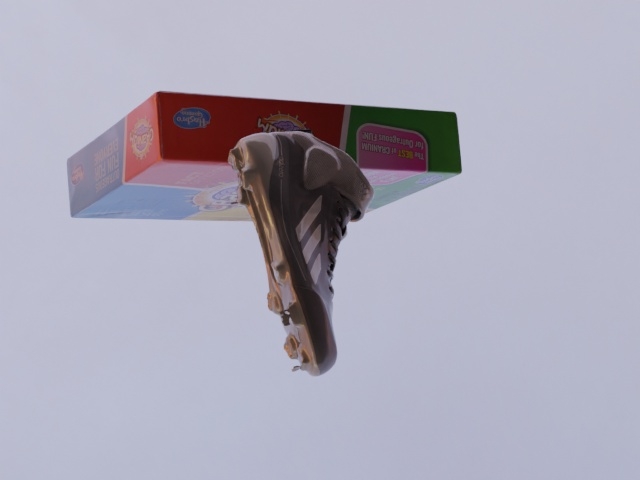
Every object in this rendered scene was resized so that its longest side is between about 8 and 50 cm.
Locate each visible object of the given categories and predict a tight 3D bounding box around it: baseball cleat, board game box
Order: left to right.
[{"bbox_3d":[-0.059,-0.074,1.422,0.317,0.242,0.064,1,-102,-29],"label":"board game box"},{"bbox_3d":[0.000,0.000,1.100,0.109,0.072,0.205,-12,-112,-16],"label":"baseball cleat"}]
